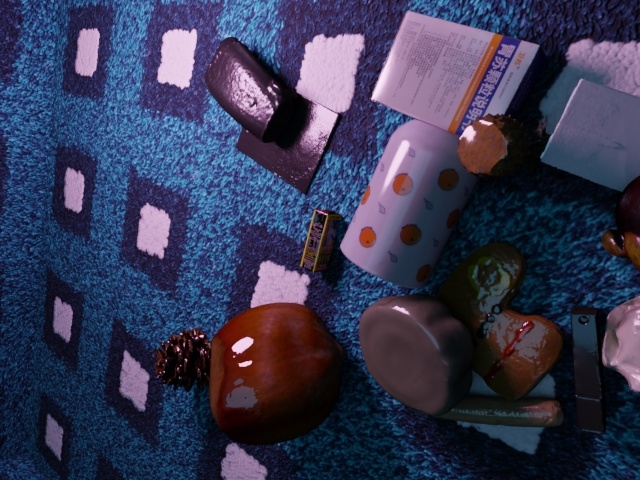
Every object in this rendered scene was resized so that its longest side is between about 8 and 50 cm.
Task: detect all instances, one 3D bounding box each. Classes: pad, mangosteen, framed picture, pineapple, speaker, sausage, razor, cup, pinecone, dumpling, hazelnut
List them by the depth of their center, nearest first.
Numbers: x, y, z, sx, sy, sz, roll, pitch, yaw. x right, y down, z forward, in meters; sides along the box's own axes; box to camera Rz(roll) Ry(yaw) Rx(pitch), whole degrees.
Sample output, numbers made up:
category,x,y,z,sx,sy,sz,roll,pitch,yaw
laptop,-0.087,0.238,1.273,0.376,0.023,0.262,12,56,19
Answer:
category,x,y,z,sx,sy,sz,roll,pitch,yaw
mangosteen,0.570,-0.023,0.661,0.210,0.210,0.209,3,95,35
dumpling,0.573,0.164,0.727,0.199,0.118,0.136,-51,47,-4
pad,0.528,-0.172,0.733,0.232,0.004,0.156,22,108,4
pineapple,0.357,-0.176,0.771,0.125,0.251,0.125,13,107,46
speaker,0.507,0.240,0.792,0.044,0.082,0.218,-4,92,36
cup,0.202,-0.084,0.909,0.212,0.212,0.317,34,110,29
sausage,0.361,0.368,0.917,0.301,0.066,0.065,-11,87,37
hazelnut,-0.125,0.346,1.107,0.366,0.366,0.365,3,95,35
razor,-0.215,-0.443,1.228,0.327,0.107,0.189,48,118,23
framed picture,-0.110,-0.318,1.235,0.324,0.013,0.244,37,112,28
pinecone,-0.455,0.410,1.409,0.222,0.221,0.221,3,95,35

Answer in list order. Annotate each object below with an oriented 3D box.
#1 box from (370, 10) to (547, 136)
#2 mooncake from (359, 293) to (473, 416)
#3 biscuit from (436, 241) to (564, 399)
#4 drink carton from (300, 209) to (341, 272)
category,x,y,z,sx,sy,sz,roll,pitch,yaw
box,0.284,-0.342,0.898,0.299,0.106,0.200,33,111,28
mooncake,0.213,0.241,0.931,0.275,0.135,0.274,28,126,45
biscuit,0.376,0.163,0.878,0.277,0.052,0.262,49,119,30
drink carton,0.000,0.000,1.141,0.056,0.071,0.165,21,103,30
